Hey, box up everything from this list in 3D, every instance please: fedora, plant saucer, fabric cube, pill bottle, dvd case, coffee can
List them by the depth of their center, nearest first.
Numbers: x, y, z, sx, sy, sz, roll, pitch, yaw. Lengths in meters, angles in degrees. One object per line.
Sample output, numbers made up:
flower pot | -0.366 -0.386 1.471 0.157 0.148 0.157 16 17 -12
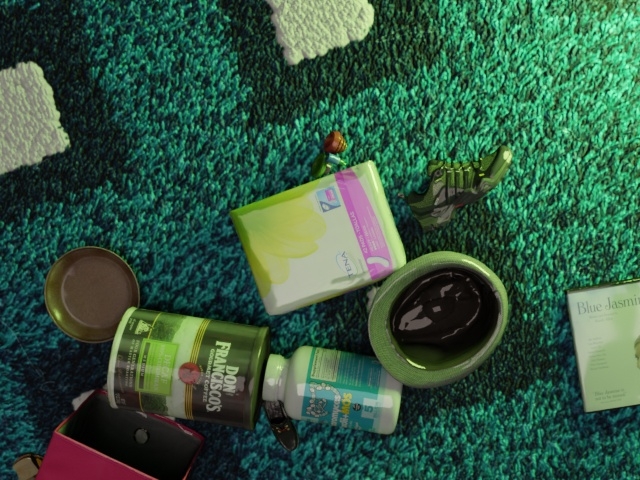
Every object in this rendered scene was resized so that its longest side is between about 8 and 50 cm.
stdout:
fedora | 0.219 0.144 1.664 0.275 0.124 0.244 -36 95 -1
coffee can | -0.248 0.247 1.675 0.275 0.201 0.202 8 97 4
pill bottle | 0.024 0.287 1.687 0.264 0.146 0.146 8 97 4
fabric cube | -0.408 0.488 1.690 0.254 0.259 0.258 24 100 1
dvd case | 0.589 0.204 1.695 0.180 0.022 0.253 -10 96 6
plant saucer | -0.460 0.108 1.758 0.198 0.036 0.199 0 97 4

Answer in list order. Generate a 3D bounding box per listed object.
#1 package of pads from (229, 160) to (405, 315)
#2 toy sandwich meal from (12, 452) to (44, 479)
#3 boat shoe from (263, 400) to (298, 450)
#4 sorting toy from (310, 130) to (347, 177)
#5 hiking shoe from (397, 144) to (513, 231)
package of pads | 0.000 0.000 1.678 0.296 0.101 0.229 -19 94 7
toy sandwich meal | -0.605 0.488 1.817 0.085 0.029 0.086 1 97 4
boat shoe | -0.082 0.372 1.758 0.049 0.042 0.133 -20 96 4
sorting toy | 0.023 -0.161 1.684 0.042 0.061 0.102 21 103 -26
hiking shoe | 0.259 -0.120 1.649 0.227 0.086 0.114 -39 96 9
